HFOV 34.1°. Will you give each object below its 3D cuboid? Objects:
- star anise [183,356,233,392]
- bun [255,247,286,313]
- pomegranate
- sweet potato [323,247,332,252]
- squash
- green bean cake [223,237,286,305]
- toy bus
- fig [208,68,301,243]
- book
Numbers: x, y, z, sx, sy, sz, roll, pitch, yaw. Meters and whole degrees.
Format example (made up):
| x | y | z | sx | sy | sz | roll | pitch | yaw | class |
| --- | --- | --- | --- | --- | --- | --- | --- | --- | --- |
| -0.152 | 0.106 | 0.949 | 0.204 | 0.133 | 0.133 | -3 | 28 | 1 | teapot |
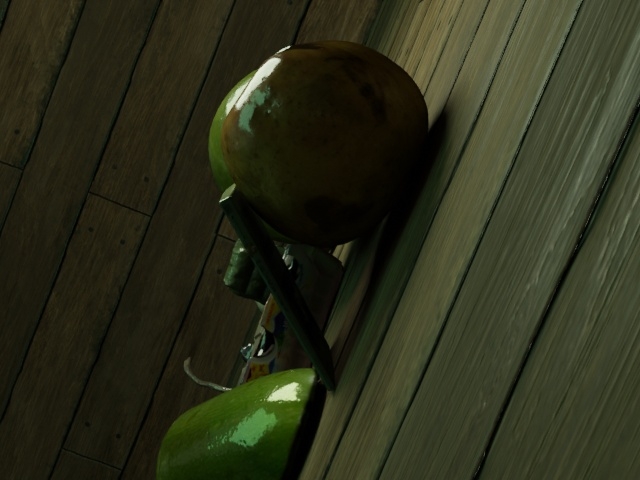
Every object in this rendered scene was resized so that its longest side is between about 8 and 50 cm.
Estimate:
| x | y | z | sx | sy | sz | roll | pitch | yaw | class |
| --- | --- | --- | --- | --- | --- | --- | --- | --- | --- |
| -0.151 | 0.234 | 1.837 | 0.218 | 0.227 | 0.148 | 41 | -116 | -83 | star anise |
| -0.097 | 0.093 | 2.384 | 0.173 | 0.119 | 0.173 | -159 | 90 | -88 | bun |
| 0.004 | -0.126 | 1.376 | 0.281 | 0.281 | 0.281 | -158 | 90 | -85 | pomegranate |
| -0.020 | 0.020 | 2.071 | 0.226 | 0.068 | 0.068 | -47 | 17 | 41 | sweet potato |
| -0.070 | 0.298 | 1.492 | 0.309 | 0.210 | 0.234 | -25 | 33 | 40 | squash |
| -0.080 | 0.061 | 1.923 | 0.185 | 0.183 | 0.094 | -90 | 20 | -77 | green bean cake |
| -0.052 | 0.133 | 1.700 | 0.090 | 0.112 | 0.274 | 123 | 168 | -68 | toy bus |
| -0.030 | -0.123 | 1.647 | 0.316 | 0.316 | 0.316 | -158 | 90 | -85 | fig |
| -0.056 | 0.055 | 1.408 | 0.025 | 0.283 | 0.215 | -28 | 9 | 2 | book |
